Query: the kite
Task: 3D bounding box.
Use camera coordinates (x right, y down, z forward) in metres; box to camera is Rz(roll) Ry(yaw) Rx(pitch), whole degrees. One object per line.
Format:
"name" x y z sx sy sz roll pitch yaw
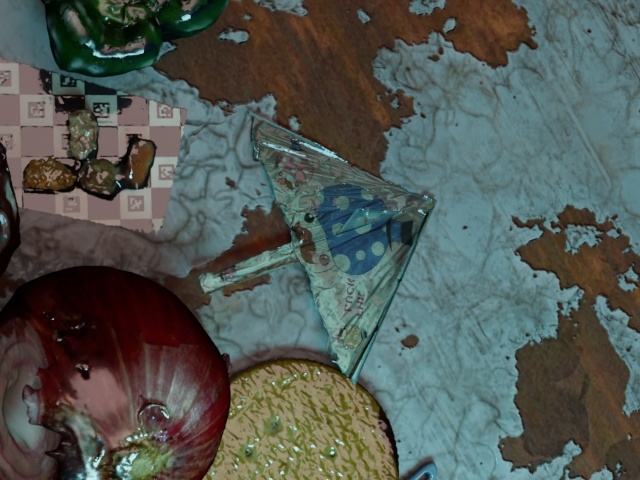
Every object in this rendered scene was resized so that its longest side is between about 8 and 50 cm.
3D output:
"kite" 0.000 0.000 1.737 0.368 0.014 0.406 -20 87 -19

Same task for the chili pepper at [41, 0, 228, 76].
"chili pepper" -0.249 -0.333 1.582 0.248 0.256 0.233 -27 99 -13

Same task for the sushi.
"sushi" -0.324 -0.121 1.657 0.279 0.043 0.193 15 83 -13

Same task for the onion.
"onion" -0.261 0.199 1.520 0.341 0.341 0.341 1 87 -14

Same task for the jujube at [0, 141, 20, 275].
"jujube" -0.506 -0.098 1.506 0.258 0.258 0.377 -34 96 -14

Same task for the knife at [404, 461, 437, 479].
"knife" 0.047 0.418 1.737 0.313 0.019 0.044 -39 99 -11

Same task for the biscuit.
"biscuit" -0.040 0.309 1.703 0.305 0.038 0.305 2 82 -13
